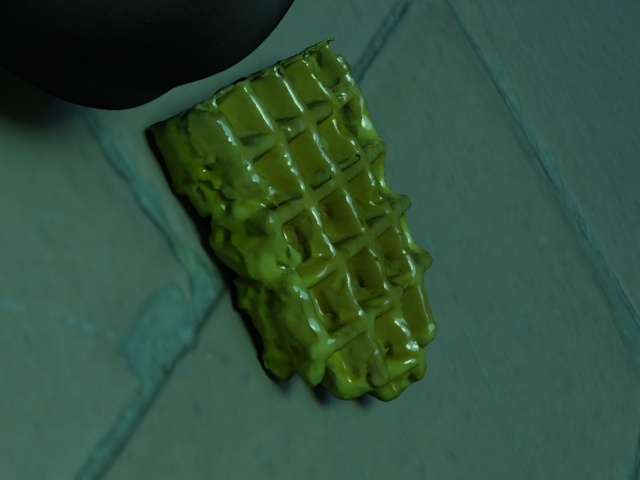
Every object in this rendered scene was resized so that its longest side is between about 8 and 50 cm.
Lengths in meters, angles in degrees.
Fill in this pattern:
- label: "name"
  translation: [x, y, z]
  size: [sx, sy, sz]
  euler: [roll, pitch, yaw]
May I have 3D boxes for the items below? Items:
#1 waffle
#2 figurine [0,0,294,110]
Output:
- label: "waffle"
  translation: [0.000, 0.000, 0.847]
  size: [0.160, 0.055, 0.211]
  euler: [-35, 103, -57]
- label: "figurine"
  translation: [-0.067, -0.224, 0.710]
  size: [0.206, 0.218, 0.365]
  euler: [54, 40, -26]
